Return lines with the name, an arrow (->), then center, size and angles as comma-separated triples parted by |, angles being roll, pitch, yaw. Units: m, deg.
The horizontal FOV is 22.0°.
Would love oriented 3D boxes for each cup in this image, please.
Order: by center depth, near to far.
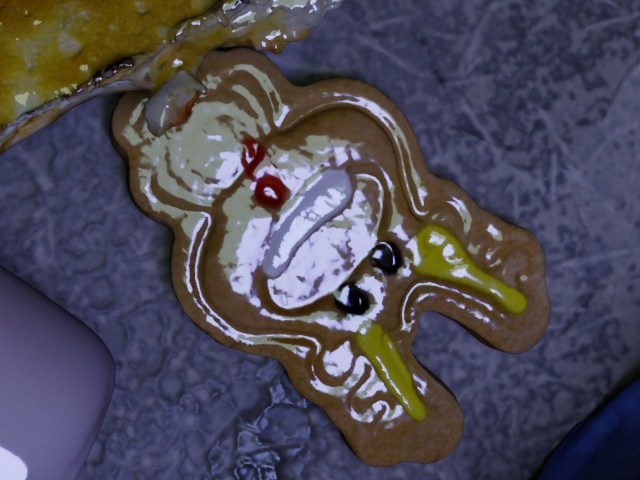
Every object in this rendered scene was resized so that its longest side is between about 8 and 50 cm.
cup -> -0.250, 0.107, 0.901 | 0.200, 0.191, 0.253 | 32, 118, -14

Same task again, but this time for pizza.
pizza -> -0.107, -0.149, 0.938 | 0.297, 0.071, 0.189 | -24, 72, -5

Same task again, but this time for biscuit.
biscuit -> 0.001, 0.000, 0.994 | 0.295, 0.044, 0.186 | 37, 85, -11

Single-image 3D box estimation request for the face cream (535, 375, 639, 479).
face cream -> 0.253, 0.197, 0.947 | 0.249, 0.249, 0.225 | -44, 101, -4
